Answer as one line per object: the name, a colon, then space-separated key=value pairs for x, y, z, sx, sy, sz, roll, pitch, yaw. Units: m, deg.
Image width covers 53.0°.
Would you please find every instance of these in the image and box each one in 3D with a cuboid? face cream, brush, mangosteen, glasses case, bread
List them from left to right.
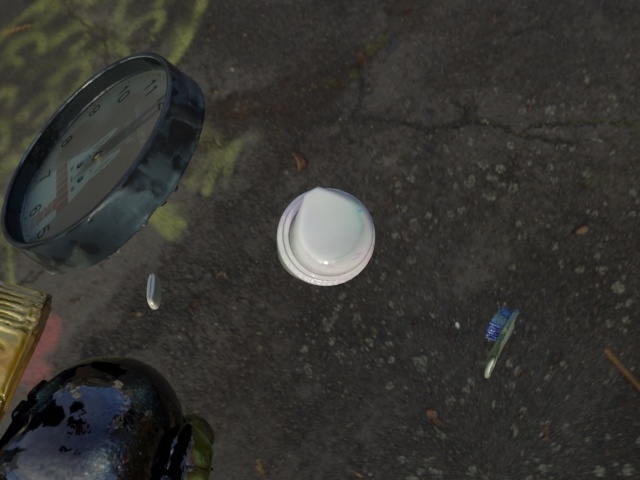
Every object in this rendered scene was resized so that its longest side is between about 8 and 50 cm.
bread: x=-0.401 y=0.139 z=0.756 sx=0.114 sy=0.132 sz=0.190 roll=20 pitch=70 yaw=-20
mangosteen: x=-0.240 y=0.244 z=0.742 sx=0.243 sy=0.243 sz=0.242 roll=-5 pitch=69 yaw=13
glasses case: x=-0.324 y=0.098 z=1.251 sx=0.021 sy=0.032 sz=0.083 roll=-18 pitch=43 yaw=6
face cream: x=0.000 y=0.000 z=0.725 sx=0.102 sy=0.345 sz=0.101 roll=0 pitch=88 yaw=-4
brush: x=0.209 y=0.114 z=0.764 sx=0.030 sy=0.178 sz=0.033 roll=28 pitch=111 yaw=18

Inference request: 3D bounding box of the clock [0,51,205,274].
clock: x=-0.348 y=-0.131 z=1.012 sx=0.387 sy=0.076 sz=0.385 roll=-21 pitch=49 yaw=27
